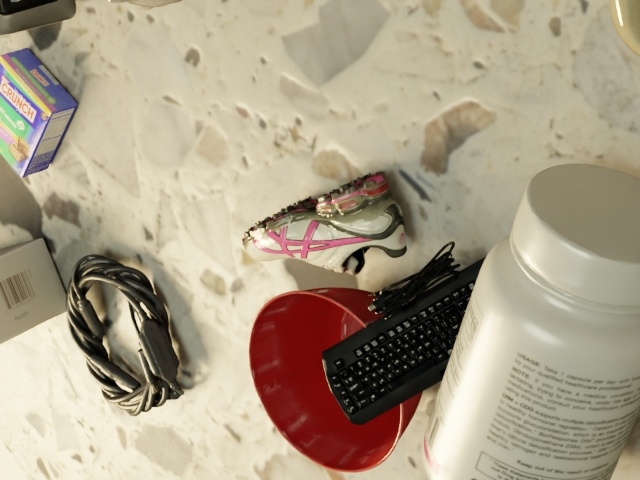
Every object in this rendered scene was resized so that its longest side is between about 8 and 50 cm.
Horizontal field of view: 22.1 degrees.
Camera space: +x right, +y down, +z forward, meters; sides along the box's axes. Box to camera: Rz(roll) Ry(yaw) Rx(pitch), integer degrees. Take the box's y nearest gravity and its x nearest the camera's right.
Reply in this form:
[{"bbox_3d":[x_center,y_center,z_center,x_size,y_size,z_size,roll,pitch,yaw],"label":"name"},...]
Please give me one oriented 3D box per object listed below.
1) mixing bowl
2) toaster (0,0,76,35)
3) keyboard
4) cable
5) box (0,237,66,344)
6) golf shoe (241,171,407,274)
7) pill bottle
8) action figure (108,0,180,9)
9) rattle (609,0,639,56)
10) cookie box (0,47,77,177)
[{"bbox_3d":[0.031,0.113,1.528,0.181,0.098,0.181,20,123,34],"label":"mixing bowl"},{"bbox_3d":[-0.351,-0.302,1.666,0.186,0.110,0.168,10,115,39],"label":"toaster"},{"bbox_3d":[0.088,0.074,1.413,0.100,0.192,0.038,59,177,0],"label":"keyboard"},{"bbox_3d":[-0.219,0.100,1.793,0.150,0.047,0.184,-18,100,50],"label":"cable"},{"bbox_3d":[-0.394,0.072,1.868,0.170,0.130,0.091,-13,101,45],"label":"box"},{"bbox_3d":[0.000,0.000,1.524,0.186,0.067,0.086,-17,99,45],"label":"golf shoe"},{"bbox_3d":[0.191,0.090,1.328,0.160,0.160,0.283,34,130,25],"label":"pill bottle"},{"bbox_3d":[-0.140,-0.350,1.335,0.341,0.178,0.330,10,105,-4],"label":"action figure"},{"bbox_3d":[0.255,-0.172,1.215,0.143,0.130,0.199,22,152,48],"label":"rattle"},{"bbox_3d":[-0.318,-0.137,1.764,0.092,0.040,0.107,47,133,16],"label":"cookie box"}]
